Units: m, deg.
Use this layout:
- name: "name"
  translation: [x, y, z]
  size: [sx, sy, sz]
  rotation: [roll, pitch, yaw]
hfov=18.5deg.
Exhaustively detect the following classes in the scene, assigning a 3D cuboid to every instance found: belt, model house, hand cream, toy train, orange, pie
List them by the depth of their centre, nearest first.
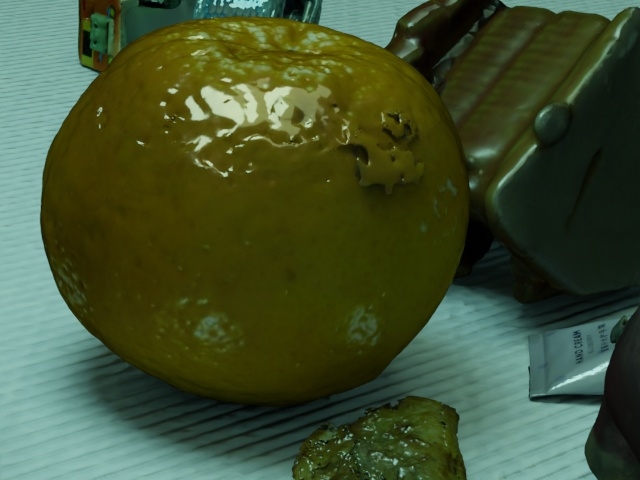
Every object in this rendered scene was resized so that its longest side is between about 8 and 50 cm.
- name: "pie"
  translation: [0.032, 0.114, 0.871]
  size: [0.092, 0.034, 0.170]
  rotation: [6, 25, -5]
- name: "orange"
  translation: [-0.032, -0.017, 0.992]
  size: [0.219, 0.193, 0.219]
  rotation: [-8, 10, 1]
- name: "hand cream"
  translation: [0.182, 0.059, 1.055]
  size: [0.142, 0.053, 0.084]
  rotation: [-3, 19, 7]
- name: "model house"
  translation: [0.108, -0.061, 1.218]
  size: [0.229, 0.219, 0.199]
  rotation: [16, 62, 43]
- name: "belt"
  translation: [-0.044, -0.181, 1.536]
  size: [0.082, 0.163, 0.147]
  rotation: [9, -8, 14]
- name: "toy train"
  translation: [-0.118, -0.181, 1.637]
  size: [0.188, 0.072, 0.099]
  rotation: [-11, 19, -38]

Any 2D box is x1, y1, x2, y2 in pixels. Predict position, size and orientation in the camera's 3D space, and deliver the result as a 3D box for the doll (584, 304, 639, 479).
- name: "doll"
  translation: [0.258, 0.066, 0.891]
  size: [0.256, 0.152, 0.196]
  rotation: [-18, 58, -18]
